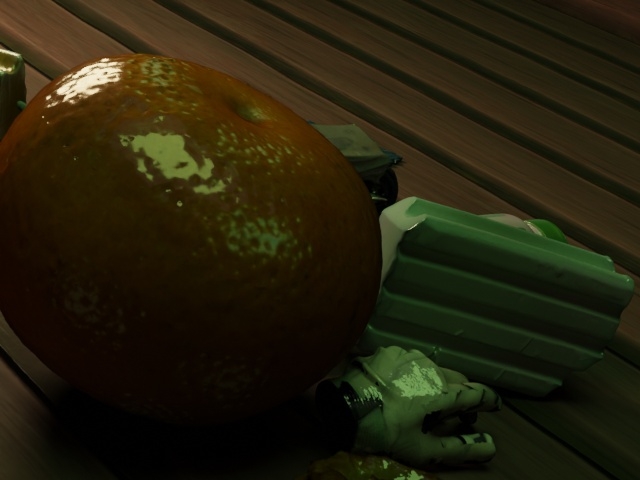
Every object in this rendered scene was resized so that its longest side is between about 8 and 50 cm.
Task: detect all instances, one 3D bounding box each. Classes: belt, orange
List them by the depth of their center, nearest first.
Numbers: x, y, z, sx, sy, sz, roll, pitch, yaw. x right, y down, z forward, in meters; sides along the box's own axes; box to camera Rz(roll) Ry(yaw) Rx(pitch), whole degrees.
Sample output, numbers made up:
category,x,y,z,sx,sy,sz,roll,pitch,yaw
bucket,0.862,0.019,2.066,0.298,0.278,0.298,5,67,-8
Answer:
category,x,y,z,sx,sy,sz,roll,pitch,yaw
orange,-0.145,0.006,1.502,0.424,0.326,0.424,28,20,-11
belt,-0.006,-0.081,2.043,0.230,0.139,0.126,3,22,-29

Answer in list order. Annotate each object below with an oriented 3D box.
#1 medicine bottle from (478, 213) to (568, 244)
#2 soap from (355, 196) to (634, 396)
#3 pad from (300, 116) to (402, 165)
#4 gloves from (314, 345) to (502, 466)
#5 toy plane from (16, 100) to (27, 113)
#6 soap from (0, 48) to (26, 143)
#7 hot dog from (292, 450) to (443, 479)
category,x,y,z,sx,sy,sz,roll,pitch,yaw
medicine bottle,0.188,0.034,1.871,0.274,0.133,0.133,-7,28,-37
soap,0.190,0.068,1.697,0.289,0.173,0.095,16,18,-17
pad,-0.038,-0.153,2.383,0.269,0.012,0.270,22,24,24
gloves,0.105,0.168,1.535,0.212,0.111,0.127,-11,25,-30
toy plane,-0.318,-0.082,1.927,0.262,0.088,0.192,39,28,22
soap,-0.534,-0.196,2.003,0.274,0.173,0.089,16,30,12
hot dog,0.062,0.273,1.222,0.196,0.122,0.272,12,19,-19
